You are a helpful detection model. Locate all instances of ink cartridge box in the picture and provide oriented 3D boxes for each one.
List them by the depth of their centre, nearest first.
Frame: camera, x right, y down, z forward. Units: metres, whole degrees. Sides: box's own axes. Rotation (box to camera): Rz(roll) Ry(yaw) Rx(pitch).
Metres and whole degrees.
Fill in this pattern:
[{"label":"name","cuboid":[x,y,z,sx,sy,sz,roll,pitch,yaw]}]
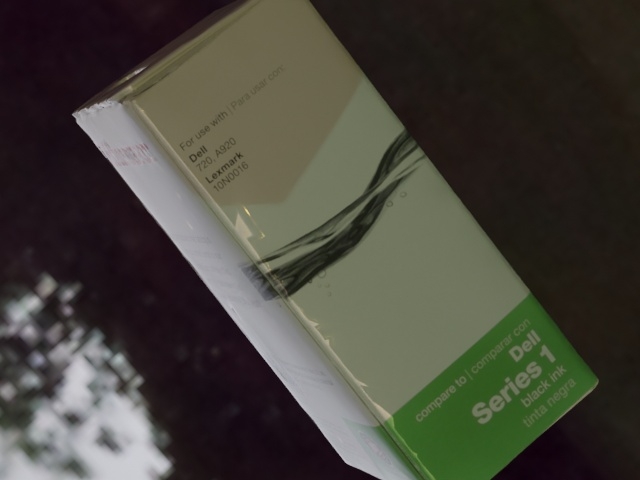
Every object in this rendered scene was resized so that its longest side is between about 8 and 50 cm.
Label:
[{"label":"ink cartridge box","cuboid":[0.000,0.000,0.840,0.219,0.092,0.160,53,169,-11]}]
